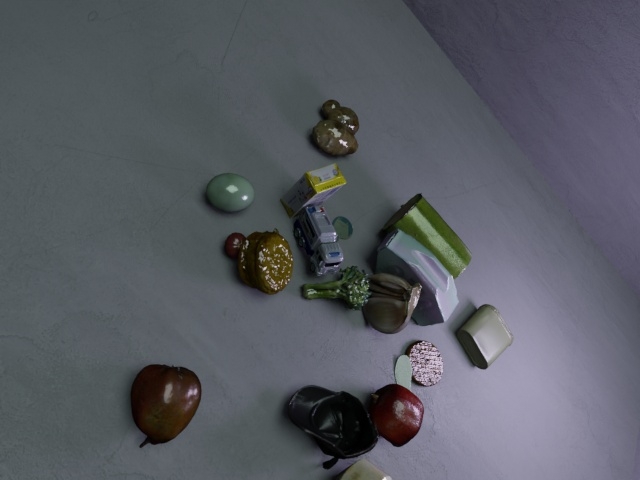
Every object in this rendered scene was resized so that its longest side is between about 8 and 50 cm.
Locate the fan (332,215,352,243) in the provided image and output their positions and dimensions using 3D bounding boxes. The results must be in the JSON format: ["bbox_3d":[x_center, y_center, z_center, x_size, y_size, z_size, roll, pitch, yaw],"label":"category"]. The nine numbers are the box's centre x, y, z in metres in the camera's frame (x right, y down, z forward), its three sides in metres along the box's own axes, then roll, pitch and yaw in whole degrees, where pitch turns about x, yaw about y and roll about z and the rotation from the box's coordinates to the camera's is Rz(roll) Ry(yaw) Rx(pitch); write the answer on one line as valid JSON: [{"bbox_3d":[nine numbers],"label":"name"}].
[{"bbox_3d":[0.093,-0.035,1.939,0.113,0.005,0.176,33,56,-17],"label":"fan"}]

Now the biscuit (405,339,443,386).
[{"bbox_3d":[0.470,0.558,1.921,0.211,0.036,0.213,11,66,-25],"label":"biscuit"}]

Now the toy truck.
[{"bbox_3d":[0.000,0.000,1.744,0.124,0.155,0.268,-6,56,-32],"label":"toy truck"}]

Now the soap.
[{"bbox_3d":[0.421,0.167,1.906,0.446,0.261,0.156,50,58,-6],"label":"soap"}]

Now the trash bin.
[{"bbox_3d":[0.823,0.479,2.118,0.247,0.121,0.244,-29,88,-33],"label":"trash bin"}]

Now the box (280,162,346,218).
[{"bbox_3d":[-0.035,-0.205,1.771,0.168,0.265,0.097,-24,83,-33],"label":"box"}]

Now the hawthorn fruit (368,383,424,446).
[{"bbox_3d":[0.286,0.672,1.675,0.249,0.215,0.215,36,57,-9],"label":"hawthorn fruit"}]

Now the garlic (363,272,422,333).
[{"bbox_3d":[0.291,0.265,1.820,0.210,0.291,0.238,-51,125,-43],"label":"garlic"}]

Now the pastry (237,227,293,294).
[{"bbox_3d":[-0.192,0.084,1.608,0.235,0.131,0.241,-16,105,-52],"label":"pastry"}]

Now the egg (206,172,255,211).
[{"bbox_3d":[-0.346,-0.186,1.643,0.192,0.149,0.150,0,72,-30],"label":"egg"}]

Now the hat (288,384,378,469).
[{"bbox_3d":[0.025,0.686,1.551,0.335,0.209,0.238,20,40,-4],"label":"hat"}]

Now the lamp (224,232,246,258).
[{"bbox_3d":[-0.321,0.019,1.617,0.101,0.089,0.101,-18,111,-59],"label":"lamp"}]

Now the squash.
[{"bbox_3d":[0.499,-0.001,2.018,0.384,0.263,0.263,48,55,-6],"label":"squash"}]

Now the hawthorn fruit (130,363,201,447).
[{"bbox_3d":[-0.481,0.503,1.284,0.207,0.208,0.249,21,78,-23],"label":"hawthorn fruit"}]

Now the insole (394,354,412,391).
[{"bbox_3d":[0.363,0.615,1.836,0.080,0.003,0.232,1,72,-5],"label":"insole"}]

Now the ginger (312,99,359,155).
[{"bbox_3d":[0.085,-0.549,2.058,0.244,0.155,0.304,21,54,-15],"label":"ginger"}]

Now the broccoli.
[{"bbox_3d":[0.079,0.222,1.729,0.274,0.177,0.198,-12,33,-27],"label":"broccoli"}]

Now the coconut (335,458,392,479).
[{"bbox_3d":[0.146,0.904,1.492,0.240,0.241,0.242,11,66,-27],"label":"coconut"}]
